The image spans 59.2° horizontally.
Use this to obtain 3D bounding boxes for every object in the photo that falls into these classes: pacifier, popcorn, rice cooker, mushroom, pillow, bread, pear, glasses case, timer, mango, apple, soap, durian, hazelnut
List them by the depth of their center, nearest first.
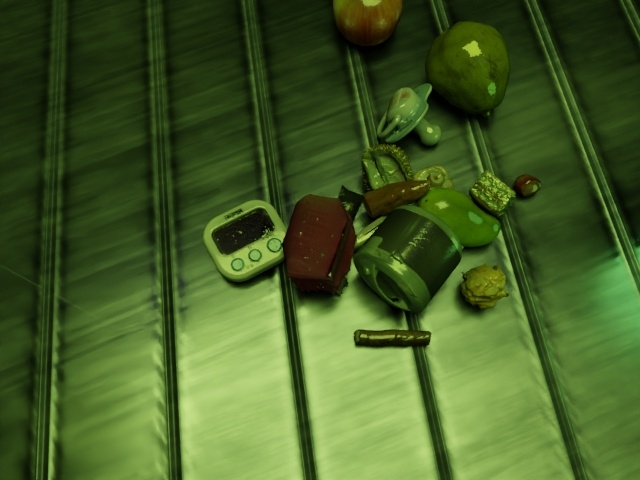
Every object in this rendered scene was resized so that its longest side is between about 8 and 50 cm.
[{"bbox_3d":[0.265,0.064,1.736,0.288,0.288,0.277,36,73,14],"label":"rice cooker"},{"bbox_3d":[0.511,0.142,1.763,0.148,0.167,0.152,-41,92,22],"label":"popcorn"},{"bbox_3d":[0.000,0.000,1.780,0.220,0.127,0.324,6,57,23],"label":"soap"},{"bbox_3d":[0.445,-0.068,1.834,0.293,0.175,0.143,22,34,-13],"label":"mango"},{"bbox_3d":[-0.239,0.002,1.857,0.262,0.087,0.237,-27,71,-11],"label":"timer"},{"bbox_3d":[0.572,-0.147,1.867,0.138,0.196,0.102,43,100,14],"label":"bread"},{"bbox_3d":[0.179,-0.030,1.874,0.204,0.081,0.051,-34,74,-11],"label":"glasses case"},{"bbox_3d":[0.384,-0.191,1.922,0.148,0.112,0.148,2,72,-7],"label":"mushroom"},{"bbox_3d":[0.088,-0.113,1.924,0.090,0.048,0.150,19,68,15],"label":"pillow"},{"bbox_3d":[0.239,-0.218,1.926,0.193,0.237,0.138,6,23,22],"label":"durian"},{"bbox_3d":[0.713,-0.191,1.945,0.086,0.086,0.086,0,68,0],"label":"hazelnut"},{"bbox_3d":[0.330,-0.415,1.997,0.226,0.238,0.287,38,41,-17],"label":"pacifier"},{"bbox_3d":[0.539,-0.602,2.011,0.287,0.287,0.375,-23,92,-9],"label":"pear"},{"bbox_3d":[0.176,-0.885,2.145,0.286,0.233,0.286,-1,64,2],"label":"apple"}]

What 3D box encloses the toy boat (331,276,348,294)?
[{"bbox_3d":[0.000,0.096,1.835,0.210,0.066,0.084,35,38,23],"label":"toy boat"}]

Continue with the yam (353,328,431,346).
[{"bbox_3d":[0.223,0.303,1.750,0.241,0.057,0.056,1,68,1],"label":"yam"}]

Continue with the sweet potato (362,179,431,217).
[{"bbox_3d":[0.242,-0.139,1.822,0.252,0.097,0.097,-16,64,31],"label":"sweet potato"}]
